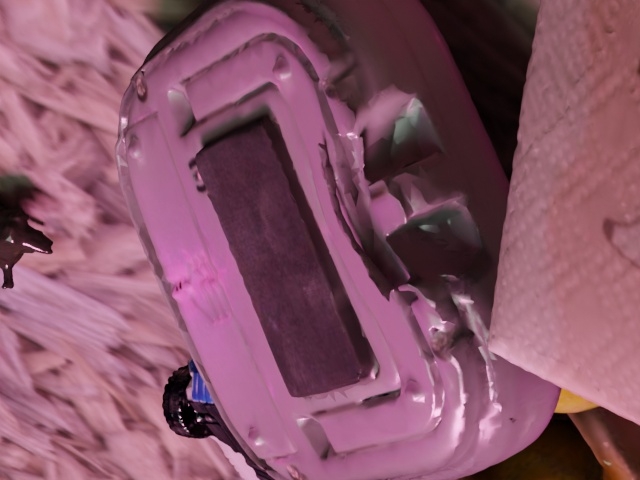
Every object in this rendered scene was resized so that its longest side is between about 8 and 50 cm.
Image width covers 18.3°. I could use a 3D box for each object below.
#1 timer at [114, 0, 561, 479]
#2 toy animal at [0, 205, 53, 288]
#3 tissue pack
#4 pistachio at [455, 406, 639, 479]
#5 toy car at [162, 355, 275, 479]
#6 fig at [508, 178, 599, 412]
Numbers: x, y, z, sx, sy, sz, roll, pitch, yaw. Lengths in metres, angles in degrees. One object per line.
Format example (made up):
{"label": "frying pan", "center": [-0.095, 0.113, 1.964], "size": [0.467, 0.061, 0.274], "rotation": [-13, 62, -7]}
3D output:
{"label": "timer", "center": [0.000, 0.000, 0.776], "size": [0.191, 0.069, 0.208], "rotation": [-28, 84, 57]}
{"label": "toy animal", "center": [-0.193, -0.014, 1.033], "size": [0.136, 0.047, 0.065], "rotation": [13, 153, 23]}
{"label": "tissue pack", "center": [0.175, 0.003, 0.519], "size": [0.071, 0.170, 0.325], "rotation": [2, -165, -34]}
{"label": "pistachio", "center": [0.155, 0.174, 0.929], "size": [0.166, 0.197, 0.288], "rotation": [-26, 118, 5]}
{"label": "toy car", "center": [-0.005, 0.113, 1.041], "size": [0.080, 0.070, 0.170], "rotation": [1, 139, 39]}
{"label": "fig", "center": [0.106, -0.011, 0.774], "size": [0.093, 0.093, 0.166], "rotation": [22, 116, 11]}
